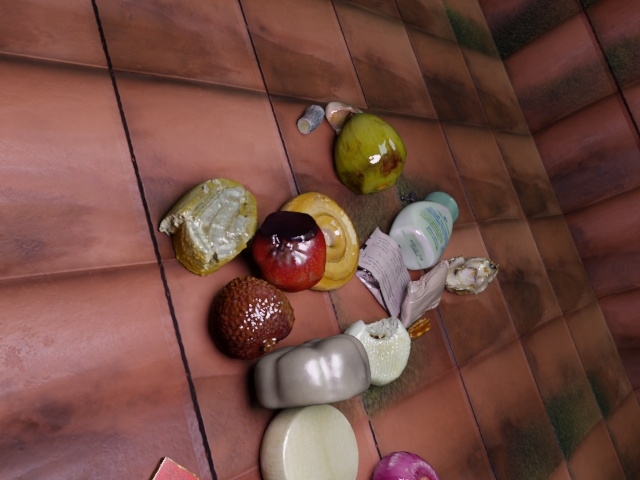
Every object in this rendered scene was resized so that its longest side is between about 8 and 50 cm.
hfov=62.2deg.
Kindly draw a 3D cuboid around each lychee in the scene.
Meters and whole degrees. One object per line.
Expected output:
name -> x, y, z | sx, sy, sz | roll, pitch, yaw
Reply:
lychee -> -0.159, 0.177, 1.214 | 0.195, 0.195, 0.194 | 21, 57, -36

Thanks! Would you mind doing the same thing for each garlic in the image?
garlic -> 0.091, -0.423, 1.815 | 0.175, 0.099, 0.124 | 12, 48, -40

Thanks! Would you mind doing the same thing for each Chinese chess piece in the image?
Chinese chess piece -> -0.025, 0.504, 1.240 | 0.251, 0.101, 0.250 | 21, 57, -36

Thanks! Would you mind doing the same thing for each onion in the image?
onion -> 0.228, 0.647, 1.376 | 0.208, 0.200, 0.200 | 21, 50, 3

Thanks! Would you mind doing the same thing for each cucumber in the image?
cucumber -> -0.032, -0.387, 1.704 | 0.064, 0.064, 0.112 | 47, 47, -18

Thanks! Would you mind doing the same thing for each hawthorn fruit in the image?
hawthorn fruit -> -0.069, 0.039, 1.315 | 0.251, 0.190, 0.189 | 73, 18, -61

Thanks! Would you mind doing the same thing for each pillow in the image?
pillow -> 0.339, 0.175, 1.741 | 0.270, 0.067, 0.173 | -22, 126, -48

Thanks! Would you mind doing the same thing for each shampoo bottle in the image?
shampoo bottle -> 0.378, -0.054, 1.869 | 0.221, 0.151, 0.349 | 58, 43, -13

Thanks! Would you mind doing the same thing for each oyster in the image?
oyster -> 0.541, 0.124, 1.976 | 0.342, 0.110, 0.166 | -20, 79, -44

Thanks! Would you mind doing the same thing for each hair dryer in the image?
hair dryer -> 0.324, -0.157, 1.964 | 0.083, 0.026, 0.047 | 4, 65, -35

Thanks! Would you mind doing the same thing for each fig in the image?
fig -> 0.152, -0.287, 1.709 | 0.240, 0.239, 0.270 | 6, 59, -43

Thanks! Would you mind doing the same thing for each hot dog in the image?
hot dog -> 0.318, 0.288, 1.732 | 0.122, 0.037, 0.049 | -15, 93, -42

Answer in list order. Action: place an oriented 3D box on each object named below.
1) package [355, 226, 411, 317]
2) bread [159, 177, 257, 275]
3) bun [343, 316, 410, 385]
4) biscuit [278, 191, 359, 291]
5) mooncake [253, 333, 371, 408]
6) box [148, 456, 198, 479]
package -> 0.214, 0.106, 1.700 | 0.250, 0.062, 0.204 | 56, 44, -14
bread -> -0.255, -0.051, 1.273 | 0.186, 0.124, 0.257 | 42, 45, -21
bun -> 0.145, 0.298, 1.488 | 0.213, 0.127, 0.203 | 32, 77, -22
biscuit -> 0.000, 0.000, 1.516 | 0.297, 0.102, 0.296 | 19, 60, -38
mooncake -> -0.019, 0.300, 1.228 | 0.275, 0.275, 0.135 | -6, 82, -46
box -> -0.304, 0.503, 1.028 | 0.090, 0.023, 0.133 | 43, 46, -18
